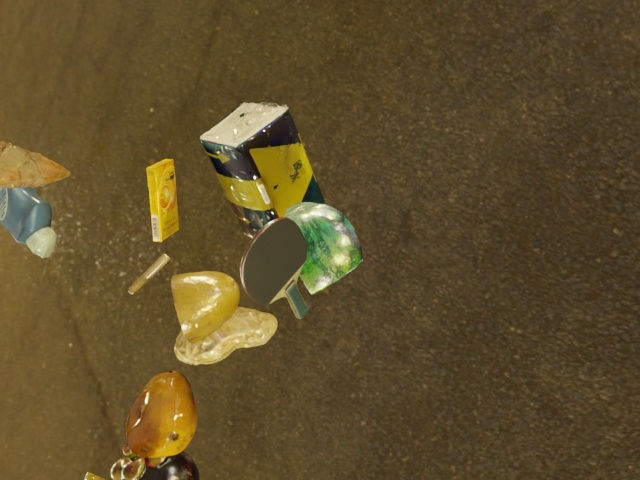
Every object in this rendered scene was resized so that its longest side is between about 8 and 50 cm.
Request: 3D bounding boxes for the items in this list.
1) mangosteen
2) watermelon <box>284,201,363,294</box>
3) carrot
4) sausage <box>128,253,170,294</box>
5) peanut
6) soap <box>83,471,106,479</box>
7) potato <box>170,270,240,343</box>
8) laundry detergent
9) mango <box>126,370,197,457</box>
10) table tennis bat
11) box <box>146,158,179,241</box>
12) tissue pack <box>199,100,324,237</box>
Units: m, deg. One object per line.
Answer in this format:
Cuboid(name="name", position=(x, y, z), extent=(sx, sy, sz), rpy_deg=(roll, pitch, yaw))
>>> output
Cuboid(name="mangosteen", position=(-0.547, 0.776, 2.087), extent=(0.275, 0.275, 0.302), rpy_deg=(-9, 115, 46))
Cuboid(name="watermelon", position=(0.007, -0.006, 1.503), extent=(0.146, 0.128, 0.231), rpy_deg=(-25, 80, 19))
Cuboid(name="carrot", position=(-0.569, -0.135, 1.119), extent=(0.102, 0.263, 0.102), rpy_deg=(-11, 76, 49))
Cuboid(name="sausage", position=(-0.423, 0.084, 1.579), extent=(0.132, 0.024, 0.024), rpy_deg=(-45, 46, 1))
Cuboid(name="peanut", position=(-0.291, 0.291, 1.966), extent=(0.325, 0.140, 0.153), rpy_deg=(-15, 34, 2))
Cuboid(name="soap", position=(-0.384, 0.552, 1.317), extent=(0.304, 0.169, 0.338), rpy_deg=(-48, 29, 15))
Cuboid(name="potato", position=(-0.278, 0.150, 1.607), extent=(0.158, 0.203, 0.178), rpy_deg=(-19, 84, -1))
Cuboid(name="laundry detergent", position=(-0.768, -0.086, 1.638), extent=(0.143, 0.094, 0.290), rpy_deg=(-42, 84, 19))
Cuboid(name="mango", position=(-0.377, 0.417, 1.579), extent=(0.166, 0.136, 0.236), rpy_deg=(-51, 33, 9))
Cuboid(name="table tennis bat", position=(-0.071, 0.066, 1.194), extent=(0.021, 0.274, 0.154), rpy_deg=(28, 66, 33))
Cuboid(name="box", position=(-0.562, -0.145, 2.299), extent=(0.043, 0.152, 0.269), rpy_deg=(4, 110, 11))
Cuboid(name="tissue pack", position=(-0.194, -0.234, 2.180), extent=(0.253, 0.416, 0.264), rpy_deg=(16, 49, 42))
